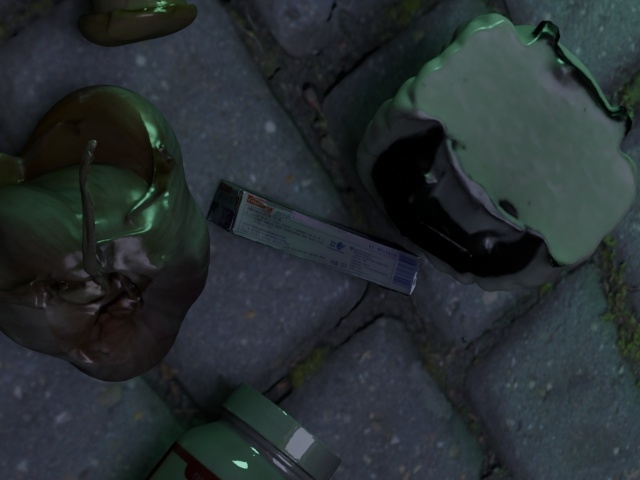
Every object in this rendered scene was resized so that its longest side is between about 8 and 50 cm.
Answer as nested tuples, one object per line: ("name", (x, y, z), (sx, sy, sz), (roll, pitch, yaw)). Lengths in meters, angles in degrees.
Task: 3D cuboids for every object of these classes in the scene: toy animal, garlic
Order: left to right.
("garlic", (-0.185, -0.011, 0.699), (0.207, 0.257, 0.207), (-1, 77, 6))
("toy animal", (0.146, -0.075, 0.900), (0.208, 0.156, 0.204), (45, 75, -12))

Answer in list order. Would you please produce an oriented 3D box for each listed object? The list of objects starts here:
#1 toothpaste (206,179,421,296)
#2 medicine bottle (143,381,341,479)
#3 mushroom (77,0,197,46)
("toothpaste", (0.000, 0.000, 0.894), (0.196, 0.047, 0.040), (20, 93, -32))
("medicine bottle", (-0.100, 0.243, 0.836), (0.131, 0.131, 0.250), (45, 77, -30))
("mushroom", (-0.145, -0.258, 0.727), (0.108, 0.096, 0.247), (-40, 124, -47))
